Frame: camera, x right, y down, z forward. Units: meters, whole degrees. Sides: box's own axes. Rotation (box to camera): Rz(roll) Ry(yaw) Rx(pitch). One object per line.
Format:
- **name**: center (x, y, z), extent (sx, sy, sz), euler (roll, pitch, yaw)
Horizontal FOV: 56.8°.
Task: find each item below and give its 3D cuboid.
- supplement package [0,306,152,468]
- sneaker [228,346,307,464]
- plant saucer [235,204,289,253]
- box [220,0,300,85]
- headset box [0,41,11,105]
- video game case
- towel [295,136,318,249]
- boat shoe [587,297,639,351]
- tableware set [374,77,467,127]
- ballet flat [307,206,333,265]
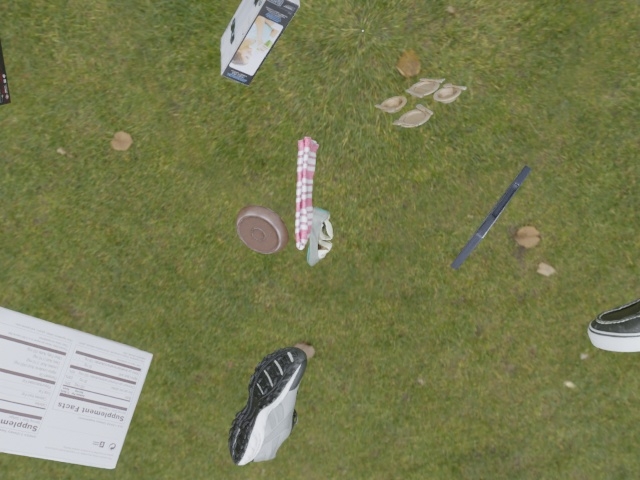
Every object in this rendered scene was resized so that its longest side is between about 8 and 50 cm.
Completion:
- **supplement package**: center (-0.383, 0.176, 0.751), extent (0.204, 0.145, 0.262), euler (29, 157, -38)
- **sneaker**: center (-0.088, 0.321, 1.157), extent (0.108, 0.100, 0.271), euler (14, 112, -32)
- **plant saucer**: center (-0.173, -0.024, 1.688), extent (0.169, 0.029, 0.168), euler (14, 130, 17)
- **box**: center (-0.169, -0.581, 1.587), extent (0.087, 0.169, 0.290), euler (16, 138, -29)
- **headset box**: center (-0.269, -0.124, 0.428), extent (0.032, 0.083, 0.062), euler (6, 113, 9)
- **video game case**: center (0.458, -0.059, 1.594), extent (0.026, 0.274, 0.196), euler (36, 154, 10)
- **towel**: center (-0.025, -0.085, 1.065), extent (0.029, 0.144, 0.196), euler (2, 97, 3)
- **boat shoe**: center (0.390, 0.063, 0.640), extent (0.219, 0.078, 0.070), euler (-26, 96, 44)
- **tableware set**: center (0.198, -0.281, 1.186), extent (0.169, 0.141, 0.020), euler (-35, 128, -15)
- **ballet flat**: center (0.000, 0.000, 1.631), extent (0.068, 0.072, 0.213), euler (15, 136, 16)
